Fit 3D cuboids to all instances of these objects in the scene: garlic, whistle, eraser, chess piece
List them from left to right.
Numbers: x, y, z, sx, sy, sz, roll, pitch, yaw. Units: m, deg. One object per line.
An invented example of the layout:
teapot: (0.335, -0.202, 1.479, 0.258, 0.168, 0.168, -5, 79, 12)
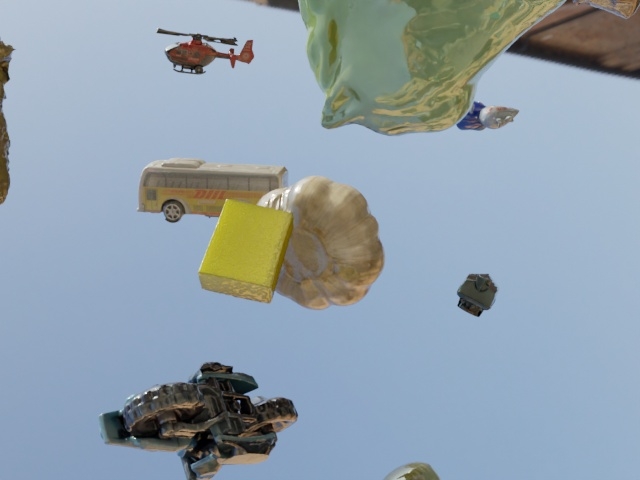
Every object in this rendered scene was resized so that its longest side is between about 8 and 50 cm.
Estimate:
eraser: (-0.096, 0.013, 1.210, 0.045, 0.097, 0.122, 87, -165, -57)
garlic: (-0.001, 0.003, 1.470, 0.152, 0.228, 0.228, -40, -71, -53)
chess piece: (0.045, -0.210, 0.540, 0.176, 0.176, 0.298, -30, -71, -47)
whistle: (0.142, -0.115, 0.840, 0.033, 0.083, 0.029, -32, -59, -38)

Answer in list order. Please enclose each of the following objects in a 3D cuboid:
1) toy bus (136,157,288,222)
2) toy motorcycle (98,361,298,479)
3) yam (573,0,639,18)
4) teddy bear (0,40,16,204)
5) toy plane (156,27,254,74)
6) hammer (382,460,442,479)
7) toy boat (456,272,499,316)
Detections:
toy bus: (-0.190, -0.088, 1.632, 0.092, 0.268, 0.106, -60, -28, -72)
toy motorcycle: (-0.212, 0.323, 1.556, 0.416, 0.232, 0.172, 24, -140, -60)
yam: (0.227, -0.246, 0.555, 0.057, 0.241, 0.057, 19, -150, -12)
teddy bear: (-0.426, -0.161, 0.886, 0.256, 0.156, 0.267, 14, -154, -52)
toy plane: (-0.168, -0.274, 1.338, 0.145, 0.037, 0.060, 4, -65, -13)
hammer: (0.189, 0.425, 1.372, 0.113, 0.305, 0.202, -25, -100, -19)
toy boat: (0.234, 0.074, 1.357, 0.060, 0.055, 0.141, -65, -11, 11)
